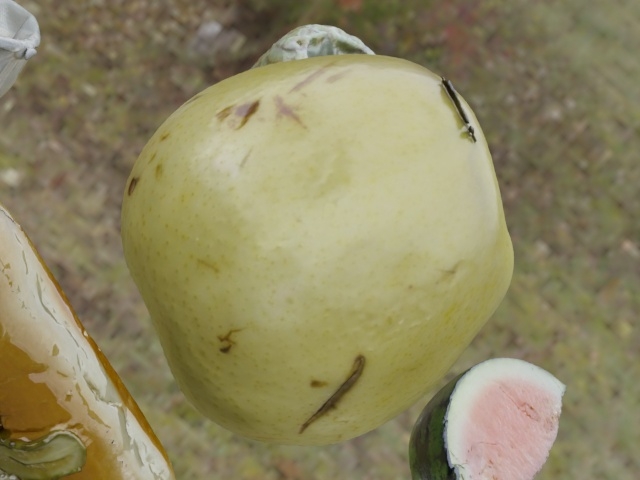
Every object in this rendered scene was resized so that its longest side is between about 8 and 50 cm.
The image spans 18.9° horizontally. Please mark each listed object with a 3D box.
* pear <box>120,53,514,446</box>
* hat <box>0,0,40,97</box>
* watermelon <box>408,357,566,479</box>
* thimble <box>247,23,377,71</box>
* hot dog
[{"bbox_3d":[0.000,0.000,1.481,0.309,0.309,0.309,28,33,-20],"label":"pear"},{"bbox_3d":[-0.336,-0.112,1.464,0.164,0.226,0.219,44,20,14],"label":"hat"},{"bbox_3d":[0.151,0.179,1.758,0.119,0.063,0.245,39,36,2],"label":"watermelon"},{"bbox_3d":[0.002,-0.099,1.825,0.190,0.143,0.137,54,43,1],"label":"thimble"},{"bbox_3d":[-0.153,0.065,0.919,0.072,0.109,0.269,-57,135,-32],"label":"hot dog"}]
